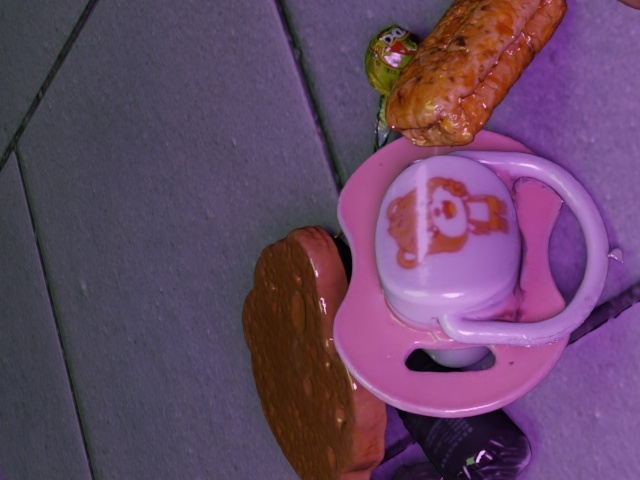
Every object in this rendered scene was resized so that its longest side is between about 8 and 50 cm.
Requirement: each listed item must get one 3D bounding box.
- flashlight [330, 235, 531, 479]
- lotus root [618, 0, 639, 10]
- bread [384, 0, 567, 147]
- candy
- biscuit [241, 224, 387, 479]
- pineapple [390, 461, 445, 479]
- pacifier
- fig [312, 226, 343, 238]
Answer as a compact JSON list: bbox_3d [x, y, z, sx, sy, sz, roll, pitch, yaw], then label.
[{"bbox_3d":[0.090,0.131,1.495,0.424,0.103,0.103,49,132,43],"label":"flashlight"},{"bbox_3d":[0.333,-0.271,1.028,0.284,0.146,0.160,-21,39,58],"label":"lotus root"},{"bbox_3d":[0.154,-0.185,1.283,0.114,0.083,0.211,4,54,55],"label":"bread"},{"bbox_3d":[0.075,-0.132,1.529,0.077,0.073,0.262,-111,25,-56],"label":"candy"},{"bbox_3d":[-0.006,0.149,1.532,0.312,0.057,0.351,63,154,30],"label":"biscuit"},{"bbox_3d":[0.144,0.328,1.416,0.237,0.119,0.111,20,111,50],"label":"pineapple"},{"bbox_3d":[0.134,0.034,1.304,0.273,0.220,0.332,-44,37,50],"label":"pacifier"},{"bbox_3d":[0.000,0.000,1.665,0.083,0.050,0.050,-28,69,34],"label":"fig"}]
